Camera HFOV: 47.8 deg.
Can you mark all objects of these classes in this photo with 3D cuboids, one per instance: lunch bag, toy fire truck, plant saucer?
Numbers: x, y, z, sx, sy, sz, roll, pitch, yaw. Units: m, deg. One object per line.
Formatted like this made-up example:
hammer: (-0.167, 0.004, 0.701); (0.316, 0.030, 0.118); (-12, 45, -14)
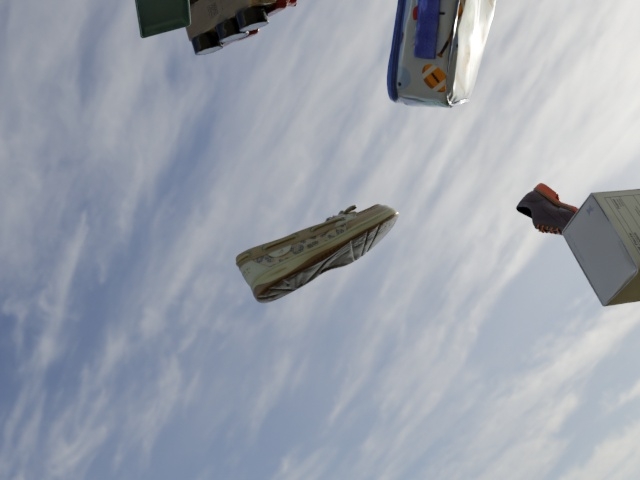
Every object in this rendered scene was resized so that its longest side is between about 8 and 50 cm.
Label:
lunch bag: (0.172, -0.339, 1.015); (0.243, 0.115, 0.303); (-28, -54, -64)
toy fire truck: (-0.119, -0.465, 1.372); (0.246, 0.217, 0.158); (-21, -83, -43)
plant saucer: (-0.188, -0.312, 0.833); (0.067, 0.018, 0.192); (-20, -23, -16)

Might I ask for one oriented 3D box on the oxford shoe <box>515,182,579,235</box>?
oxford shoe: (0.578, -0.038, 1.749); (0.098, 0.271, 0.097); (-36, -56, 2)

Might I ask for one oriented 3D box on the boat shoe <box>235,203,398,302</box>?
boat shoe: (0.000, 0.000, 1.193); (0.285, 0.089, 0.104); (-26, -24, -22)

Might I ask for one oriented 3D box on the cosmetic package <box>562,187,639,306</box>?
cosmetic package: (0.584, 0.001, 1.194); (0.310, 0.160, 0.113); (-5, -35, -17)
